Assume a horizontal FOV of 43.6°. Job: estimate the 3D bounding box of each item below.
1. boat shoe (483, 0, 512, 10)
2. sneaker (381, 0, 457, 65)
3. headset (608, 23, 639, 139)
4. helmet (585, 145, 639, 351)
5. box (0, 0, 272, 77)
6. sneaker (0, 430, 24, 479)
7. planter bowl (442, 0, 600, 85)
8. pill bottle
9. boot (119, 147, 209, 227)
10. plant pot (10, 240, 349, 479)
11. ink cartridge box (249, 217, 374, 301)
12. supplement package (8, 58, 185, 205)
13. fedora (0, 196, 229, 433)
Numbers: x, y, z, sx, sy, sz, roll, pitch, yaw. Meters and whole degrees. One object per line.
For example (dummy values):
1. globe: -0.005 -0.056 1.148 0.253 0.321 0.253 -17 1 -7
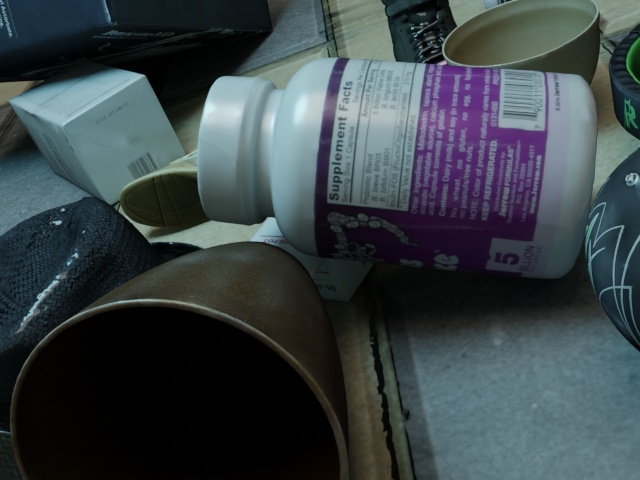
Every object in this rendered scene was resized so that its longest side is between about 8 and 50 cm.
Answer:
1. boat shoe: 0.289 -0.383 1.153 0.076 0.080 0.228 -6 29 29
2. sneaker: 0.129 -0.255 0.996 0.104 0.147 0.296 -17 34 8
3. headset: 0.430 -0.217 0.709 0.394 0.185 0.243 -35 34 -23
4. helmet: 0.253 0.009 0.506 0.161 0.169 0.169 -8 35 16
5. box: -0.411 -0.443 1.331 0.471 0.297 0.480 -8 9 26
6. sneaker: -0.233 0.271 0.532 0.123 0.106 0.290 -45 32 11
7. planter bowl: 0.224 -0.180 0.860 0.162 0.109 0.162 -17 33 12
8. pill bottle: 0.059 -0.063 0.664 0.301 0.169 0.169 6 38 8
9. boot: -0.144 -0.100 1.011 0.213 0.077 0.165 -17 33 1
10. plant pot: -0.072 0.093 0.594 0.215 0.215 0.230 -14 18 15
11. ink cartridge box: 0.000 0.000 0.786 0.104 0.060 0.180 4 41 35
12. supplement package: -0.332 -0.167 1.174 0.139 0.134 0.244 -38 35 -21
13. fedora: -0.241 0.068 0.757 0.334 0.152 0.334 -17 32 11
